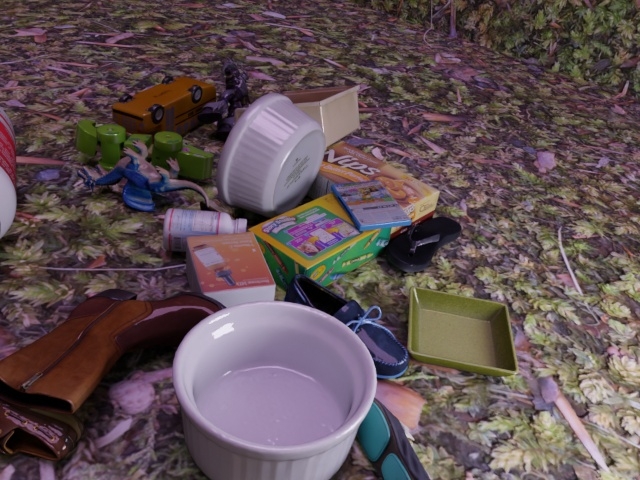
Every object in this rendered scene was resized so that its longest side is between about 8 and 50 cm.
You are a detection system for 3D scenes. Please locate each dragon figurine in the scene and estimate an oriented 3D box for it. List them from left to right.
[{"bbox_3d":[-0.385,-0.122,1.341,0.289,0.144,0.085,27,31,-8],"label":"dragon figurine"}]

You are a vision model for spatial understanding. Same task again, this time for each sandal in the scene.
[{"bbox_3d":[0.228,-0.007,1.339,0.097,0.054,0.254,27,38,25],"label":"sandal"}]

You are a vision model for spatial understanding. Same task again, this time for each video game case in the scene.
[{"bbox_3d":[0.106,-0.078,1.301,0.119,0.015,0.166,-7,38,-19],"label":"video game case"}]

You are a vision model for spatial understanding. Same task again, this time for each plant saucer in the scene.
[{"bbox_3d":[0.247,0.171,1.090,0.188,0.045,0.188,11,33,3],"label":"plant saucer"}]

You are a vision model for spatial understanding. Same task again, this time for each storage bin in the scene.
[{"bbox_3d":[-0.056,-0.324,1.611,0.261,0.123,0.262,2,23,25],"label":"storage bin"}]

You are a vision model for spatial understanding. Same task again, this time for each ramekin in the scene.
[{"bbox_3d":[-0.068,0.224,0.860,0.277,0.135,0.277,7,33,-4],"label":"ramekin"},{"bbox_3d":[-0.096,-0.174,1.325,0.127,0.272,0.273,28,38,17],"label":"ramekin"}]

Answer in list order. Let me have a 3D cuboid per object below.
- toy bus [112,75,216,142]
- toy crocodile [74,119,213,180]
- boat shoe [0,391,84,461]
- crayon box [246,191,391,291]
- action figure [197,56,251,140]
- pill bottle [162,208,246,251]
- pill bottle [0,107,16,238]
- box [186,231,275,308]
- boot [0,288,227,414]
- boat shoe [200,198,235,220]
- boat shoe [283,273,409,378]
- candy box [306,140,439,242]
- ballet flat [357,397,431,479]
[{"bbox_3d":[-0.413,-0.352,1.635,0.108,0.130,0.332,20,35,15],"label":"toy bus"},{"bbox_3d":[-0.422,-0.214,1.443,0.341,0.115,0.105,9,33,1],"label":"toy crocodile"},{"bbox_3d":[-0.412,0.249,0.807,0.178,0.064,0.060,13,32,2],"label":"boat shoe"},{"bbox_3d":[0.000,0.000,1.253,0.165,0.081,0.278,32,40,31],"label":"crayon box"},{"bbox_3d":[-0.248,-0.405,1.734,0.099,0.185,0.285,-11,42,25],"label":"action figure"},{"bbox_3d":[-0.231,-0.017,1.220,0.160,0.087,0.087,5,34,-7],"label":"pill bottle"},{"bbox_3d":[-0.695,-0.115,1.132,0.229,0.229,0.407,-7,37,-23],"label":"pill bottle"},{"bbox_3d":[-0.168,0.070,1.103,0.130,0.091,0.170,-6,36,-21],"label":"box"},{"bbox_3d":[-0.289,0.155,0.884,0.264,0.096,0.280,13,19,9],"label":"boot"},{"bbox_3d":[-0.211,-0.056,1.316,0.045,0.050,0.135,-25,46,-33],"label":"boat shoe"},{"bbox_3d":[0.035,0.145,1.040,0.258,0.089,0.109,25,37,22],"label":"boat shoe"},{"bbox_3d":[0.102,-0.126,1.456,0.316,0.087,0.183,33,41,32],"label":"candy box"},{"bbox_3d":[0.108,0.304,0.852,0.074,0.074,0.203,-4,30,-18],"label":"ballet flat"}]
